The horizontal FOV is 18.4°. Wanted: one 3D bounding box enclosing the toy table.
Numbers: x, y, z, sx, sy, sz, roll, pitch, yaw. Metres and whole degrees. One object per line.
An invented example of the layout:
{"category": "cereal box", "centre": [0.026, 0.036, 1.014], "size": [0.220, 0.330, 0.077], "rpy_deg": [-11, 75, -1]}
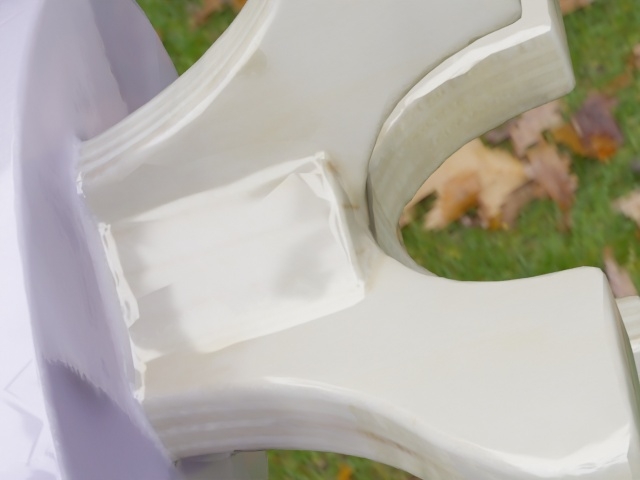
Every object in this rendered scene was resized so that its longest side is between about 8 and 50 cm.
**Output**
{"category": "toy table", "centre": [0.000, 0.000, 0.562], "size": [0.161, 0.252, 0.274], "rpy_deg": [-18, 47, 12]}
